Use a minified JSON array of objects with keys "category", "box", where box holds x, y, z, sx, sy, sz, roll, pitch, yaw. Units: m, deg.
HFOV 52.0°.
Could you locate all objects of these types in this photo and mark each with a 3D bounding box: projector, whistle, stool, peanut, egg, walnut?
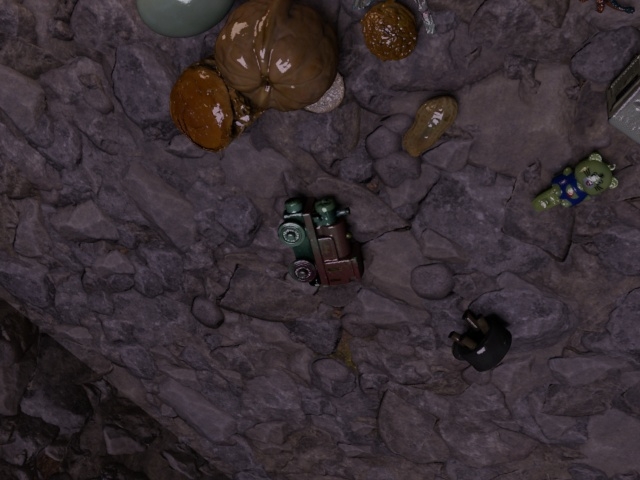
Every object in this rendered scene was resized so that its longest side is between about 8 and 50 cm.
[{"category":"projector","box":[0.765,-0.287,1.443,0.242,0.177,0.163,33,131,-5]},{"category":"whistle","box":[0.638,-0.137,1.661,0.227,0.085,0.105,-31,100,36]},{"category":"stool","box":[0.470,0.314,2.010,0.139,0.153,0.228,40,129,-10]},{"category":"peanut","box":[0.275,-0.295,1.684,0.093,0.083,0.194,37,130,-7]},{"category":"egg","box":[-0.327,-0.608,1.607,0.283,0.203,0.203,-21,115,31]},{"category":"walnut","box":[-0.100,-0.453,1.593,0.296,0.285,0.285,14,129,1]}]

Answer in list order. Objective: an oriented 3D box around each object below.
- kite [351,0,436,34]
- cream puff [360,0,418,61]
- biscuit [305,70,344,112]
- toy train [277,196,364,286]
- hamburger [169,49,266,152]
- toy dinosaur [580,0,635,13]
[{"category":"kite","box":[0.205,-0.624,1.517,0.335,0.011,0.314,-17,117,31]},{"category":"cream puff","box":[0.164,-0.491,1.561,0.126,0.103,0.144,-18,128,40]},{"category":"biscuit","box":[-0.007,-0.408,1.750,0.152,0.020,0.152,11,127,15]},{"category":"toy train","box":[0.000,0.000,1.979,0.221,0.150,0.304,-8,120,14]},{"category":"hamburger","box":[-0.265,-0.371,1.734,0.260,0.211,0.245,27,136,23]},{"category":"toy dinosaur","box":[0.604,-0.525,1.413,0.154,0.049,0.055,29,127,5]}]
